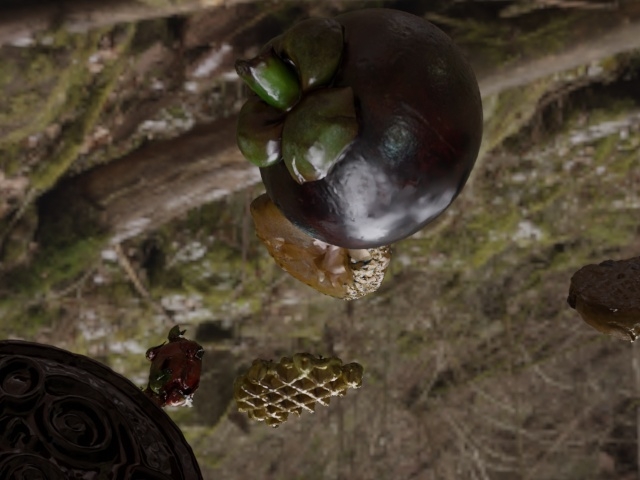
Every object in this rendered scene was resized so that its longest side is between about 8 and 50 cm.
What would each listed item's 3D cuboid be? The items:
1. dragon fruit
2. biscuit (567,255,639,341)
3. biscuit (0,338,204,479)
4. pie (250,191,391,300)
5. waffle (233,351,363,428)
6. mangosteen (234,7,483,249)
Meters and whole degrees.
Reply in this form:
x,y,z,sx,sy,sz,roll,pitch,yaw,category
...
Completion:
x,y,z,sx,sy,sz,roll,pitch,yaw,category
-0.290,0.262,2.087,0.138,0.142,0.175,-54,171,35,dragon fruit
0.539,0.090,1.686,0.295,0.075,0.296,-7,-162,2,biscuit
-0.306,0.266,1.207,0.407,0.091,0.407,27,-154,-14,biscuit
-0.001,0.001,1.732,0.273,0.069,0.273,24,150,14,pie
-0.036,0.202,1.441,0.160,0.046,0.192,7,146,-7,waffle
0.046,-0.149,1.291,0.300,0.301,0.300,0,175,0,mangosteen
